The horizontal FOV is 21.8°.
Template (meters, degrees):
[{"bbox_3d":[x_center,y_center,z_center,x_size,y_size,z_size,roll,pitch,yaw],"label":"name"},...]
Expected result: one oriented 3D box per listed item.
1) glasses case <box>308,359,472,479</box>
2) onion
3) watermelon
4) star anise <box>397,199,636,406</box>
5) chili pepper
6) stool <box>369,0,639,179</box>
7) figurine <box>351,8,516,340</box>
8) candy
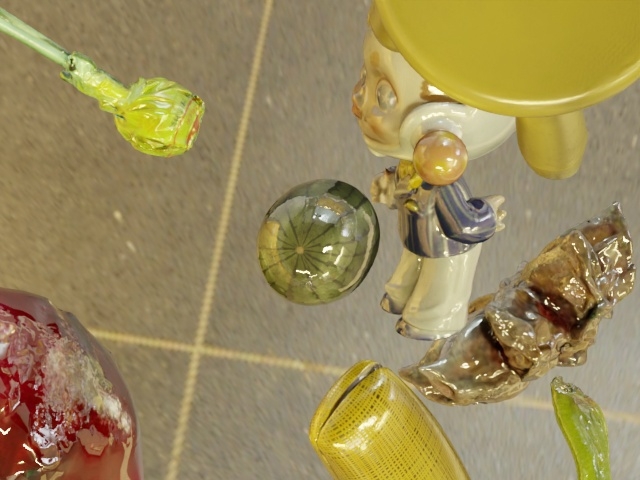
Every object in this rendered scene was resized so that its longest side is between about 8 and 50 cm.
[{"bbox_3d":[0.059,0.162,1.123,0.064,0.234,0.079,30,71,38],"label":"glasses case"},{"bbox_3d":[-0.331,0.254,1.375,0.398,0.398,0.420,-15,36,2],"label":"onion"},{"bbox_3d":[0.000,0.000,1.057,0.078,0.110,0.078,5,109,16],"label":"watermelon"},{"bbox_3d":[0.190,0.072,1.448,0.236,0.223,0.109,-39,84,-10],"label":"star anise"},{"bbox_3d":[0.200,0.208,1.288,0.050,0.052,0.201,-1,75,31],"label":"chili pepper"},{"bbox_3d":[0.080,-0.094,0.604,0.134,0.110,0.135,-5,85,8],"label":"stool"},{"bbox_3d":[0.089,-0.062,1.202,0.133,0.194,0.274,-4,93,-9],"label":"figurine"},{"bbox_3d":[-0.219,-0.154,1.501,0.262,0.077,0.073,31,80,-30],"label":"candy"}]
